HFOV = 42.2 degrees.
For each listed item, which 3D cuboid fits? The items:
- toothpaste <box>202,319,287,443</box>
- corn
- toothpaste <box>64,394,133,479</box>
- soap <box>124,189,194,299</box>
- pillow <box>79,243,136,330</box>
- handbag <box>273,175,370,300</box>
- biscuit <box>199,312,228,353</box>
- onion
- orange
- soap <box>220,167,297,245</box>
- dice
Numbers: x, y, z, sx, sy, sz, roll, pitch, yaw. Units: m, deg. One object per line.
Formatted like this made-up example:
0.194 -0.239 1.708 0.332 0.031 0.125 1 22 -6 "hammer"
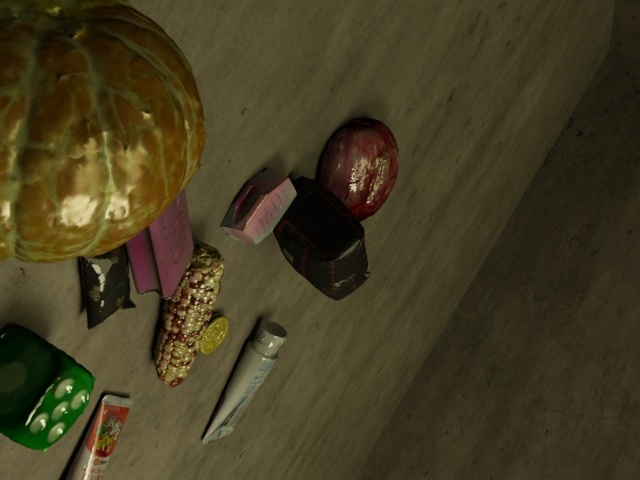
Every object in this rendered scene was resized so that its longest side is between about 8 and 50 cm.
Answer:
-0.166 0.314 1.814 0.299 0.073 0.114 -62 158 16 "toothpaste"
-0.238 0.129 1.447 0.092 0.092 0.281 -20 135 -57 "corn"
-0.396 0.378 1.432 0.234 0.057 0.089 -68 156 -7 "toothpaste"
-0.246 -0.022 1.247 0.203 0.065 0.122 91 12 -47 "soap"
-0.320 0.058 1.245 0.090 0.048 0.150 -52 153 -51 "pillow"
0.000 0.000 1.626 0.155 0.215 0.169 -37 148 -11 "handbag"
-0.213 0.182 1.621 0.084 0.023 0.084 -45 152 -32 "biscuit"
0.091 -0.120 1.805 0.227 0.120 0.284 -30 141 -43 "onion"
-0.276 -0.118 0.815 0.329 0.329 0.249 -38 155 -43 "orange"
-0.114 -0.059 1.531 0.149 0.056 0.100 -56 153 -15 "soap"
-0.398 0.203 1.139 0.131 0.128 0.120 -56 156 -16 "dice"
